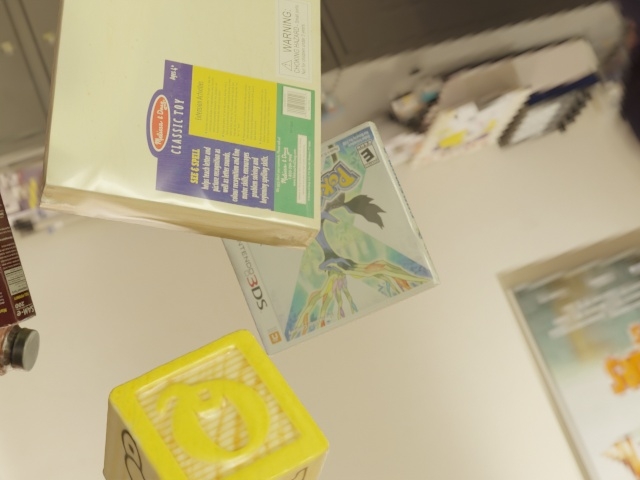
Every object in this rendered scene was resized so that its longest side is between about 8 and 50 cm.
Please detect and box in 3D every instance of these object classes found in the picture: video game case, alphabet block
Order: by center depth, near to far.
[{"bbox_3d":[-0.128,0.256,1.560,0.193,0.192,0.197,-26,154,-27],"label":"alphabet block"},{"bbox_3d":[0.000,0.000,2.265,0.329,0.300,0.036,-24,173,17],"label":"video game case"}]

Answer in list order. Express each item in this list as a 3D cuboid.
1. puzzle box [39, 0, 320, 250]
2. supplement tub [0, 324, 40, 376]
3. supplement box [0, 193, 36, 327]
[{"bbox_3d":[-0.135,-0.195,1.362,0.272,0.408,0.052,10,150,-17],"label":"puzzle box"},{"bbox_3d":[-0.558,0.161,2.153,0.198,0.106,0.106,9,167,9],"label":"supplement tub"},{"bbox_3d":[-0.490,0.010,1.822,0.130,0.239,0.073,-15,-177,12],"label":"supplement box"}]
